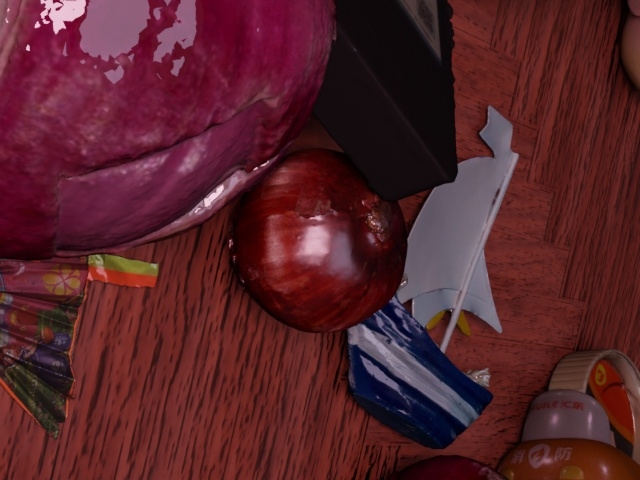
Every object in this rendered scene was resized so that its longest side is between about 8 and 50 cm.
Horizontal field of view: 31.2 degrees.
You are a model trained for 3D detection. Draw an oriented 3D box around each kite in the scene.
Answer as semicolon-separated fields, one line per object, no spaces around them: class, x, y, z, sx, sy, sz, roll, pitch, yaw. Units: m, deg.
kite;-0.166;0.005;0.696;0.183;0.014;0.241;11;91;-47

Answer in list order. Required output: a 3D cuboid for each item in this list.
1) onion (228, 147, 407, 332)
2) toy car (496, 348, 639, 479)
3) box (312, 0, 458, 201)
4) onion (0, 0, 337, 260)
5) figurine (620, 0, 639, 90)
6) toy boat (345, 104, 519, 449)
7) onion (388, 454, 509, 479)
onion;0.000;0.000;0.787;0.131;0.131;0.131;-13;109;-43
toy car;0.267;0.211;1.126;0.235;0.145;0.235;17;67;-48
box;-0.013;-0.197;0.703;0.350;0.058;0.211;48;32;-40
onion;-0.105;-0.064;0.572;0.247;0.111;0.250;22;119;-34
figurine;0.301;-0.266;1.025;0.274;0.226;0.394;-24;133;-6
toy boat;0.118;0.019;0.960;0.220;0.067;0.291;41;67;-42
onion;0.079;0.259;0.917;0.198;0.135;0.173;-31;156;-43
